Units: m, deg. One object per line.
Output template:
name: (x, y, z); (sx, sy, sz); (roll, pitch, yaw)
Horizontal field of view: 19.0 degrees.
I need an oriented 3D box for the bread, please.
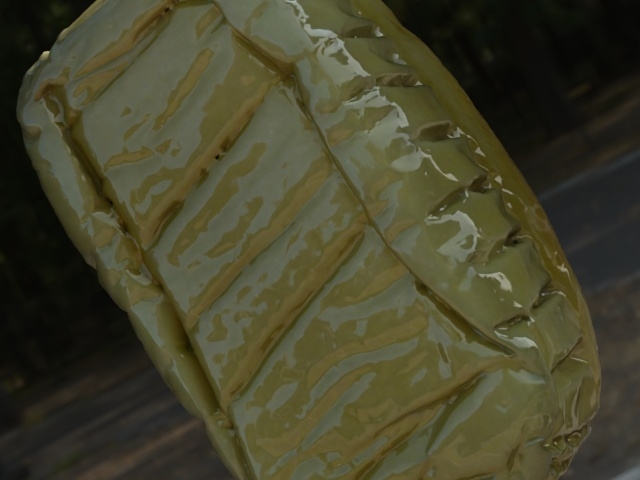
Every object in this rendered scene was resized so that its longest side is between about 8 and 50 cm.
bread: (0.000, 0.000, 0.684); (0.140, 0.236, 0.106); (-38, -11, 22)
